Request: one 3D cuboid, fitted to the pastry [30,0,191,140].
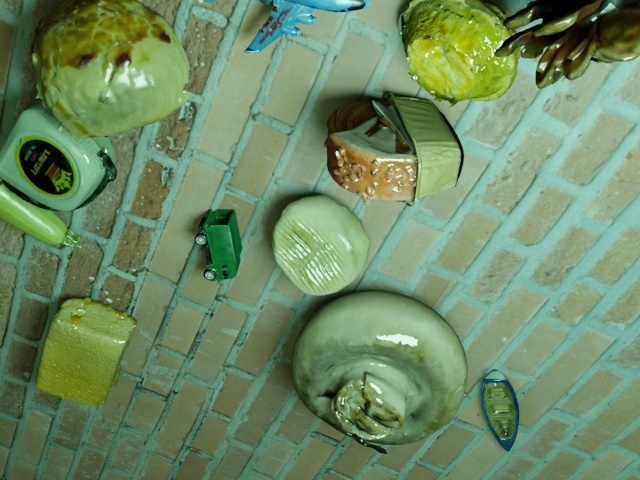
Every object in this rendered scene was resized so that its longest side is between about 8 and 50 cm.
[{"bbox_3d":[-0.367,-0.286,1.350,0.256,0.170,0.236,-12,125,12],"label":"pastry"}]

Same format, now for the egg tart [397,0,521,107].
[{"bbox_3d":[0.205,-0.290,1.228,0.213,0.090,0.212,29,149,19],"label":"egg tart"}]

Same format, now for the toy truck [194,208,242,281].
[{"bbox_3d":[-0.205,0.013,1.611,0.079,0.065,0.147,0,125,8],"label":"toy truck"}]

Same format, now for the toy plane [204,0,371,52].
[{"bbox_3d":[-0.052,-0.402,1.233,0.271,0.105,0.254,11,129,3],"label":"toy plane"}]

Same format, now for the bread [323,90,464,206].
[{"bbox_3d":[0.113,-0.158,1.305,0.212,0.224,0.142,-3,129,-12],"label":"bread"}]

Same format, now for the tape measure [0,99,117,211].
[{"bbox_3d":[-0.508,-0.149,1.532,0.207,0.115,0.235,40,129,-10],"label":"tape measure"}]

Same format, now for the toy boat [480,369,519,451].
[{"bbox_3d":[0.403,0.379,1.764,0.080,0.046,0.228,-7,125,17],"label":"toy boat"}]

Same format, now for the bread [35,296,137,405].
[{"bbox_3d":[-0.550,0.261,1.855,0.185,0.114,0.274,21,130,-8],"label":"bread"}]

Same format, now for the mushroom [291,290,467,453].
[{"bbox_3d":[0.113,0.280,1.595,0.362,0.294,0.362,7,128,10],"label":"mushroom"}]

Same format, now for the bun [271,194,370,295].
[{"bbox_3d":[0.000,0.000,1.520,0.178,0.128,0.193,-35,102,32],"label":"bun"}]

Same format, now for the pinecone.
[{"bbox_3d":[0.352,-0.404,1.012,0.385,0.384,0.384,6,128,8],"label":"pinecone"}]

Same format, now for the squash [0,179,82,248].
[{"bbox_3d":[-0.590,-0.049,1.647,0.094,0.094,0.224,-34,119,32],"label":"squash"}]
